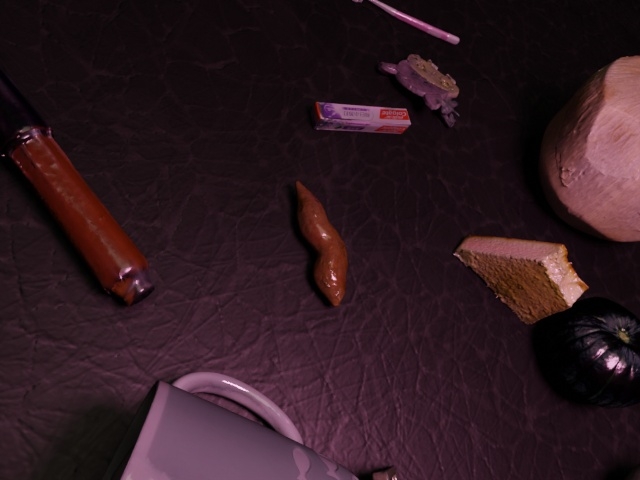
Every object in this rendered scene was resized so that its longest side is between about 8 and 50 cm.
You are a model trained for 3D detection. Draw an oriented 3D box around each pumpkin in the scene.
[{"bbox_3d":[0.486,0.195,0.997,0.202,0.140,0.201,11,47,-12],"label":"pumpkin"}]

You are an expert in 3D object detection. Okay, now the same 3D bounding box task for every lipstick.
[{"bbox_3d":[-0.364,-0.088,0.776,0.077,0.077,0.418,-35,85,-34],"label":"lipstick"}]

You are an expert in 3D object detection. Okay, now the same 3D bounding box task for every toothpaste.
[{"bbox_3d":[0.076,-0.231,1.078,0.197,0.040,0.047,-2,68,-27],"label":"toothpaste"}]

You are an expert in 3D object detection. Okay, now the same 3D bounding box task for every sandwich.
[{"bbox_3d":[0.350,0.045,0.993,0.193,0.162,0.058,44,58,2],"label":"sandwich"}]

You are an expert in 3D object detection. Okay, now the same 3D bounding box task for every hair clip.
[{"bbox_3d":[0.224,-0.317,1.184,0.146,0.056,0.187,-31,78,-41],"label":"hair clip"}]

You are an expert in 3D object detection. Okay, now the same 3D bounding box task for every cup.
[{"bbox_3d":[-0.098,0.294,0.630,0.275,0.259,0.356,28,25,-11],"label":"cup"}]

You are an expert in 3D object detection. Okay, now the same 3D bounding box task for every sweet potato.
[{"bbox_3d":[0.003,0.000,0.918,0.065,0.051,0.218,-8,69,-26],"label":"sweet potato"}]

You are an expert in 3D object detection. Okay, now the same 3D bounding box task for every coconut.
[{"bbox_3d":[0.633,-0.182,1.123,0.347,0.360,0.345,9,63,-19],"label":"coconut"}]

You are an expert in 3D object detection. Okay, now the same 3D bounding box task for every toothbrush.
[{"bbox_3d":[0.183,-0.494,1.275,0.287,0.020,0.025,18,67,-15],"label":"toothbrush"}]

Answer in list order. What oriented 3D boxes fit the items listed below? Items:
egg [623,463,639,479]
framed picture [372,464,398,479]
[{"bbox_3d":[0.552,0.453,0.879,0.169,0.169,0.230,2,73,-25],"label":"egg"},{"bbox_3d":[0.111,0.429,0.658,0.021,0.240,0.323,-14,70,5],"label":"framed picture"}]
